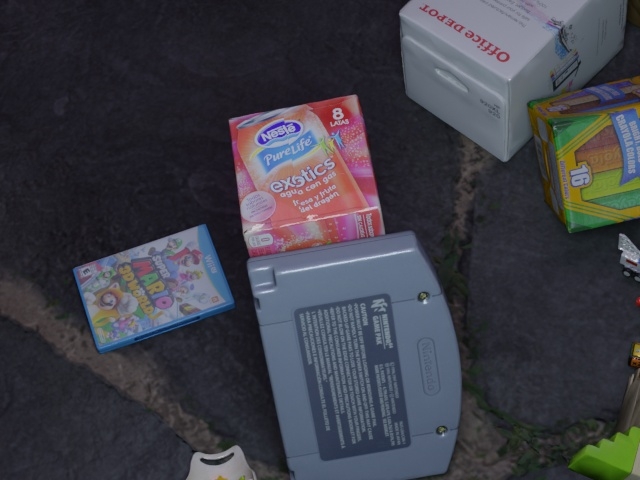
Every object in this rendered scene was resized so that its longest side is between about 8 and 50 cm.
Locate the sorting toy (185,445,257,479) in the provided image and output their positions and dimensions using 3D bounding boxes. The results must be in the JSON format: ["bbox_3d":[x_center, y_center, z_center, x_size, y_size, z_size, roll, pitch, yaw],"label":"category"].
[{"bbox_3d":[-0.108,0.255,1.760,0.083,0.045,0.075,-10,50,1],"label":"sorting toy"}]

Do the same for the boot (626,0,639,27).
[{"bbox_3d":[0.520,-0.313,2.023,0.262,0.095,0.203,30,64,27],"label":"boot"}]

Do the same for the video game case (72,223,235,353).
[{"bbox_3d":[-0.195,0.055,1.911,0.166,0.015,0.119,-19,57,-6],"label":"video game case"}]

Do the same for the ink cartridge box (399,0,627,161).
[{"bbox_3d":[0.232,-0.252,1.968,0.171,0.168,0.232,36,68,26],"label":"ink cartridge box"}]

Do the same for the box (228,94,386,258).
[{"bbox_3d":[0.000,0.000,1.755,0.142,0.300,0.154,-11,56,2],"label":"box"}]

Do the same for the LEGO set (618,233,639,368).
[{"bbox_3d":[0.440,0.061,1.810,0.244,0.060,0.182,-14,57,-7],"label":"LEGO set"}]

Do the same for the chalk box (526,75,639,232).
[{"bbox_3d":[0.360,-0.107,1.856,0.213,0.132,0.132,-13,18,-1],"label":"chalk box"}]

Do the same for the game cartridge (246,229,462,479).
[{"bbox_3d":[0.044,0.128,1.682,0.198,0.297,0.062,-12,33,-4],"label":"game cartridge"}]

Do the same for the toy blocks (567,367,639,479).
[{"bbox_3d":[0.453,0.185,1.631,0.381,0.191,0.261,23,62,-2],"label":"toy blocks"}]
